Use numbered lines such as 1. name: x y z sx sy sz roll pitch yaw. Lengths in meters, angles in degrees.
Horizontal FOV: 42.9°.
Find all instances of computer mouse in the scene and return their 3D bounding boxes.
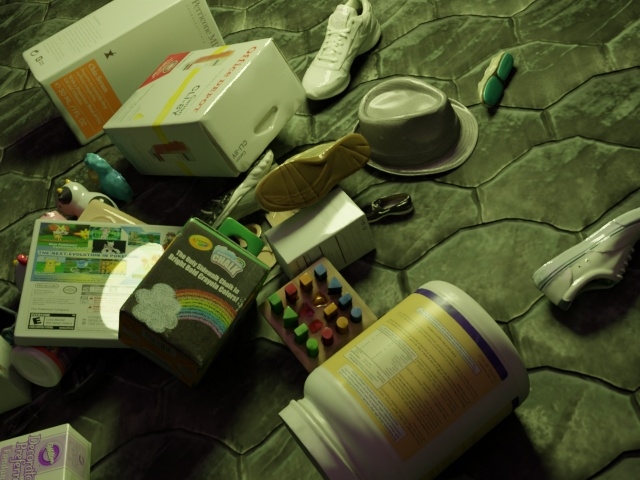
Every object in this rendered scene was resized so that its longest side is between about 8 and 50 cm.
1. computer mouse: -0.504 0.311 1.568 0.242 0.041 0.071 -38 32 -3

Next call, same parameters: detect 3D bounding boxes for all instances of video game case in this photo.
1. video game case: -0.420 0.084 1.632 0.329 0.036 0.300 3 48 -11

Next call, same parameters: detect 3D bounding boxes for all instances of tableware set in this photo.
1. tableware set: -0.100 -0.011 1.696 0.168 0.020 0.141 -33 49 -9

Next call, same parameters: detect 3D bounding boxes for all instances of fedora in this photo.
1. fedora: 0.189 -0.259 1.728 0.275 0.124 0.244 10 56 26

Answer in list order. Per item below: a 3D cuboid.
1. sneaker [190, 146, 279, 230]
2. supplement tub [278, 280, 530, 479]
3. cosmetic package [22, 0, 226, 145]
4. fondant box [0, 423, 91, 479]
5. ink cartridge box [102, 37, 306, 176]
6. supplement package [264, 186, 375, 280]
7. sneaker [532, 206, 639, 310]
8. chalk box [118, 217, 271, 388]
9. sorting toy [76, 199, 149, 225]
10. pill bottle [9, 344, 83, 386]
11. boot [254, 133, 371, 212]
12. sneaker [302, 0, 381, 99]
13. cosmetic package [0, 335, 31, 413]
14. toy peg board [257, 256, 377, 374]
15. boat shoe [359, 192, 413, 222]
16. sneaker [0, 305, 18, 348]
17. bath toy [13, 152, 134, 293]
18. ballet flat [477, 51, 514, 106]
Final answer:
1. sneaker: -0.173 -0.075 1.717 0.271 0.108 0.100 -49 35 -19
2. supplement tub: 0.126 0.246 1.258 0.331 0.241 0.241 -36 49 -12
3. cosmetic package: -0.486 -0.469 2.072 0.453 0.230 0.161 -34 50 -8
4. fondant box: -0.572 0.479 1.412 0.330 0.096 0.238 -16 48 5
5. ink cartridge box: -0.262 -0.292 1.823 0.384 0.160 0.279 6 51 45
6. supplement package: 0.000 0.000 1.594 0.179 0.105 0.105 -32 48 -8
7. sneaker: 0.495 0.034 1.416 0.258 0.094 0.091 -32 70 -5
8. chalk box: -0.217 0.093 1.508 0.180 0.179 0.289 34 63 1
9. sorting toy: -0.452 0.030 1.738 0.193 0.038 0.208 26 59 3
10. pill bottle: -0.515 0.184 1.616 0.108 0.108 0.193 4 42 23
11. boot: -0.046 -0.126 1.653 0.262 0.095 0.203 -33 11 -24
12. sneaker: 0.034 -0.465 1.934 0.114 0.152 0.305 16 60 27
13. cosmetic package: -0.701 0.291 1.592 0.238 0.127 0.107 -22 47 -1
14. toy peg board: -0.006 0.126 1.473 0.160 0.079 0.161 -37 74 -12
15. boat shoe: 0.125 -0.068 1.651 0.125 0.038 0.046 -9 50 12
16. sneaker: -0.687 0.165 1.689 0.261 0.125 0.104 7 54 24
17. bath toy: -0.564 -0.027 1.803 0.151 0.129 0.348 12 58 27
18. ballet flat: 0.377 -0.348 1.793 0.052 0.057 0.168 -10 39 50
